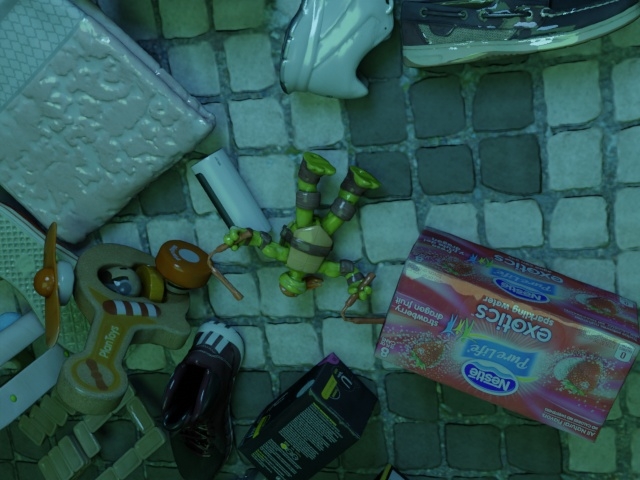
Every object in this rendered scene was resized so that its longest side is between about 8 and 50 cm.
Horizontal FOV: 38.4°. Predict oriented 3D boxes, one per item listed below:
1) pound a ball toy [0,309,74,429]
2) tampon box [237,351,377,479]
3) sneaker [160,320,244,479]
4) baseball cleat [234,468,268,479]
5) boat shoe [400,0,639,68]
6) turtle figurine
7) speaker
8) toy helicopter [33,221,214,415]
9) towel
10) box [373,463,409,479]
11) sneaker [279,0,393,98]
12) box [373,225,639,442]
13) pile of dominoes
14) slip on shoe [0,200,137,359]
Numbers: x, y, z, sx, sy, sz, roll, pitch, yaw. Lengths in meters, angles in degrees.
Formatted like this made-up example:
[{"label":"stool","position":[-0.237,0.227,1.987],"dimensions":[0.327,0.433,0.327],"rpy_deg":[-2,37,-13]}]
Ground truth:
[{"label":"pound a ball toy","position":[-0.513,0.220,1.348],"dimensions":[0.208,0.319,0.135],"rpy_deg":[-34,96,24]},{"label":"tampon box","position":[-0.017,0.264,1.326],"dimensions":[0.101,0.120,0.161],"rpy_deg":[46,114,-3]},{"label":"sneaker","position":[-0.197,0.268,1.357],"dimensions":[0.106,0.162,0.281],"rpy_deg":[13,111,12]},{"label":"baseball cleat","position":[-0.140,0.401,1.438],"dimensions":[0.109,0.072,0.206],"rpy_deg":[34,111,10]},{"label":"boat shoe","position":[0.228,-0.269,1.084],"dimensions":[0.285,0.103,0.092],"rpy_deg":[-6,111,24]},{"label":"turtle figurine","position":[0.000,0.000,1.251],"dimensions":[0.270,0.087,0.217],"rpy_deg":[21,110,-10]},{"label":"speaker","position":[-0.123,-0.059,1.283],"dimensions":[0.055,0.055,0.136],"rpy_deg":[-28,99,23]},{"label":"toy helicopter","position":[-0.288,0.100,1.221],"dimensions":[0.235,0.355,0.140],"rpy_deg":[25,115,-12]},{"label":"towel","position":[-0.359,-0.171,1.254],"dimensions":[0.332,0.053,0.317],"rpy_deg":[-33,114,32]},{"label":"box","position":[0.005,0.508,1.330],"dimensions":[0.079,0.257,0.322],"rpy_deg":[38,115,1]},{"label":"sneaker","position":[0.038,-0.314,1.137],"dimensions":[0.129,0.111,0.297],"rpy_deg":[14,116,-5]},{"label":"box","position":[0.239,0.116,1.188],"dimensions":[0.300,0.142,0.154],"rpy_deg":[21,114,9]},{"label":"pile of dominoes","position":[-0.366,0.306,1.485],"dimensions":[0.251,0.040,0.196],"rpy_deg":[-42,74,23]},{"label":"slip on shoe","position":[-0.404,0.057,1.388],"dimensions":[0.123,0.101,0.331],"rpy_deg":[-45,105,4]}]
